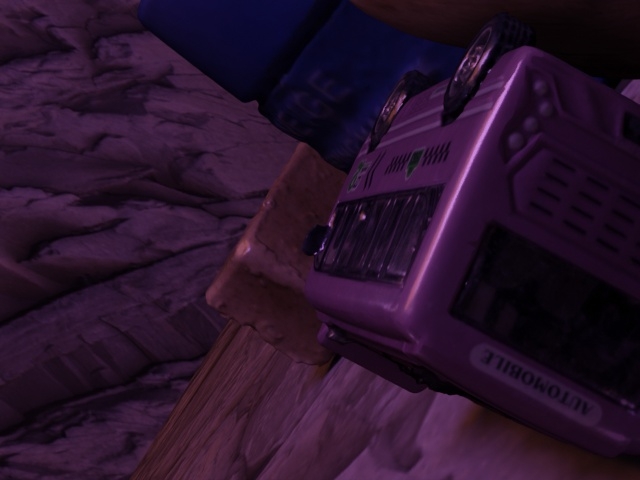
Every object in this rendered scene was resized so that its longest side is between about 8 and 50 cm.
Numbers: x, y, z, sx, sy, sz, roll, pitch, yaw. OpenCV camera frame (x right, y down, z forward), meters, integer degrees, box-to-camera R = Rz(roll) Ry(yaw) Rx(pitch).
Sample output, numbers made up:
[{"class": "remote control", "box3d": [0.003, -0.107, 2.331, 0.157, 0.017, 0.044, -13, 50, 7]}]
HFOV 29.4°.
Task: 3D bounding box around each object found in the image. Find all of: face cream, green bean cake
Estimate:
[{"class": "face cream", "box3d": [0.056, -0.157, 0.690, 0.249, 0.225, 0.249, -54, 6, 8]}, {"class": "green bean cake", "box3d": [0.000, 0.000, 0.936, 0.085, 0.109, 0.179, -54, 5, 47]}]

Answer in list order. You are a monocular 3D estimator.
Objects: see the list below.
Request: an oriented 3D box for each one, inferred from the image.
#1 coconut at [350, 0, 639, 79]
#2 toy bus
[{"class": "coconut", "box3d": [0.103, -0.151, 0.401, 0.224, 0.224, 0.224, -57, 4, 7]}, {"class": "toy bus", "box3d": [0.058, 0.003, 0.401, 0.108, 0.096, 0.199, -63, 8, -5]}]
